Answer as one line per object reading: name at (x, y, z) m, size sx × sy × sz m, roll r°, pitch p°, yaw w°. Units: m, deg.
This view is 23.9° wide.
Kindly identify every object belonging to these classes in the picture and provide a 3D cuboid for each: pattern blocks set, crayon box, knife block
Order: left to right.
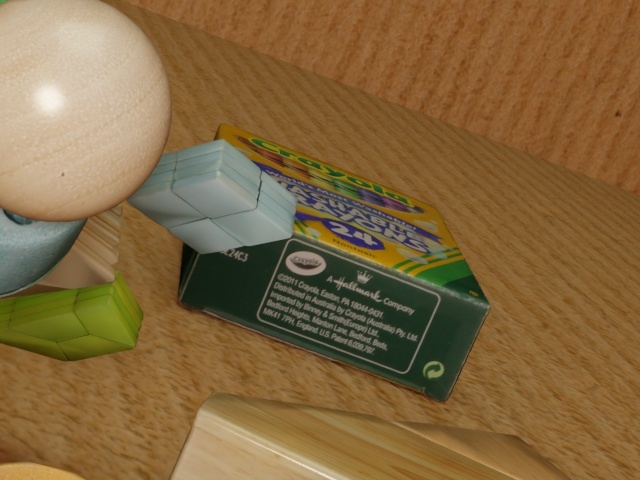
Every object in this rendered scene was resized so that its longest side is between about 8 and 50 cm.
pattern blocks set at (-0.185, -0.015, 0.593) m, size 0.285 × 0.026 × 0.325 m, roll 30°, pitch -34°, yaw -35°
crayon box at (0.000, 0.000, 1.174) m, size 0.203 × 0.083 × 0.323 m, roll 21°, pitch 12°, yaw -9°
knife block at (0.091, 0.168, 0.621) m, size 0.276 × 0.088 × 0.242 m, roll 14°, pitch 15°, yaw -38°

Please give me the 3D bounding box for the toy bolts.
toy bolts at (-0.095, 0.046, 0.416) m, size 0.218 × 0.228 × 0.158 m, roll 26°, pitch -25°, yaw -33°
